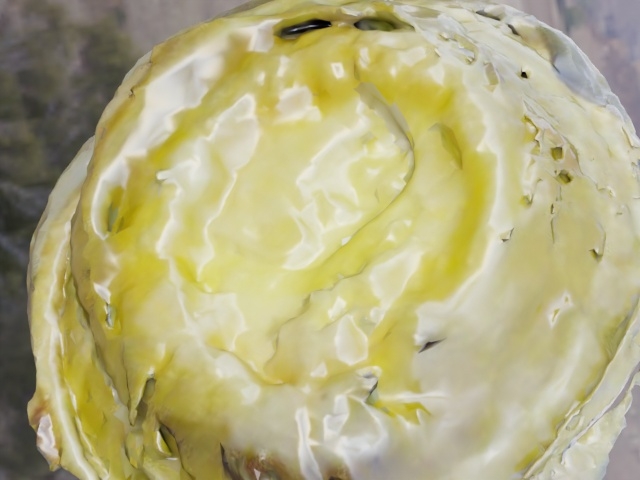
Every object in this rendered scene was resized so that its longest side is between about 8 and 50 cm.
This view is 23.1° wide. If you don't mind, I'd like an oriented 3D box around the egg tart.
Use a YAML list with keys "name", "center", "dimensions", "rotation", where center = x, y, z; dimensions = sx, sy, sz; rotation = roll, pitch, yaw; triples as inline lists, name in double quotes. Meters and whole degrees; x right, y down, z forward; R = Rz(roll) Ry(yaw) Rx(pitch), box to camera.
- name: "egg tart"
  center: [0.000, 0.000, 0.612]
  dimensions: [0.095, 0.278, 0.279]
  rotation: [57, 28, -58]
